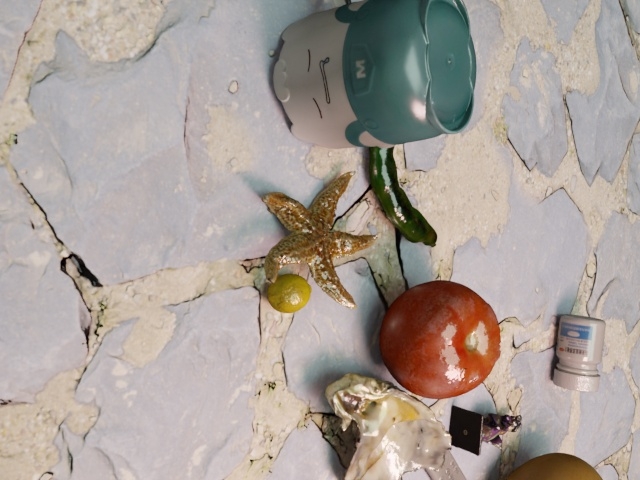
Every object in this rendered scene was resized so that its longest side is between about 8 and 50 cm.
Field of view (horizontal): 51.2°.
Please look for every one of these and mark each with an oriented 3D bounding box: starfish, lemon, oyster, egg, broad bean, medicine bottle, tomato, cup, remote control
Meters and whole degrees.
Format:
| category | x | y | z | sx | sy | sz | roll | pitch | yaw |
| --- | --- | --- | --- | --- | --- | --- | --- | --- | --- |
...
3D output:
| category | x | y | z | sx | sy | sz | roll | pitch | yaw |
| --- | --- | --- | --- | --- | --- | --- | --- | --- | --- |
| starfish | 0.000 | 0.000 | 1.054 | 0.235 | 0.062 | 0.277 | 49 | 46 | -15 |
| lemon | -0.047 | 0.082 | 1.043 | 0.083 | 0.062 | 0.062 | -11 | 101 | -36 |
| oyster | 0.111 | 0.346 | 1.173 | 0.275 | 0.100 | 0.270 | -3 | 102 | -37 |
| egg | 0.484 | 0.596 | 1.403 | 0.322 | 0.250 | 0.250 | -51 | 122 | -31 |
| broad bean | 0.146 | -0.110 | 1.192 | 0.144 | 0.049 | 0.291 | -22 | 107 | -37 |
| medicine bottle | 0.607 | 0.262 | 1.568 | 0.105 | 0.105 | 0.168 | 5 | 91 | -40 |
| tomato | 0.205 | 0.173 | 1.177 | 0.208 | 0.184 | 0.208 | 3 | 85 | -33 |
| cup | 0.087 | -0.283 | 1.001 | 0.219 | 0.258 | 0.289 | -13 | 102 | -43 |
| remote control | 0.241 | 0.447 | 1.332 | 0.067 | 0.029 | 0.261 | -45 | 120 | -27 |

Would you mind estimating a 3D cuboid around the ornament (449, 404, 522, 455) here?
| category | x | y | z | sx | sy | sz | roll | pitch | yaw |
| --- | --- | --- | --- | --- | --- | --- | --- | --- | --- |
| ornament | 0.359 | 0.397 | 1.390 | 0.203 | 0.088 | 0.081 | 16 | 85 | -41 |
